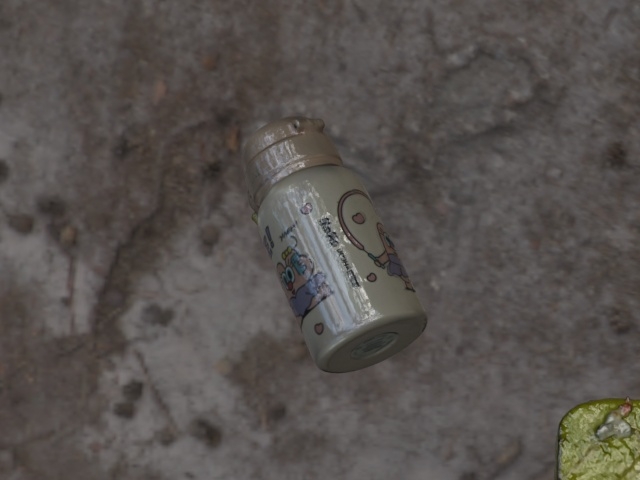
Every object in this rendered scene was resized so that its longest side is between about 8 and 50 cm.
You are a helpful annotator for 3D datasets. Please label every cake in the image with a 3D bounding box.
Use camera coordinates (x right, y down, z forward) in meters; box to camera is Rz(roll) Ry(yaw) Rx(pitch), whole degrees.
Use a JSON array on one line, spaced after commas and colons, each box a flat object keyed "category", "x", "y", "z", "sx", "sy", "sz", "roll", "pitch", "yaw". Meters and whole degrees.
[{"category": "cake", "x": 0.389, "y": 0.338, "z": 1.650, "sx": 0.179, "sy": 0.156, "sz": 0.261, "roll": 1, "pitch": 68, "yaw": 10}]

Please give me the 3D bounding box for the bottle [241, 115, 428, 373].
[{"category": "bottle", "x": 0.000, "y": 0.000, "z": 1.047, "sx": 0.110, "sy": 0.097, "sz": 0.209, "roll": -50, "pitch": 56, "yaw": 43}]
